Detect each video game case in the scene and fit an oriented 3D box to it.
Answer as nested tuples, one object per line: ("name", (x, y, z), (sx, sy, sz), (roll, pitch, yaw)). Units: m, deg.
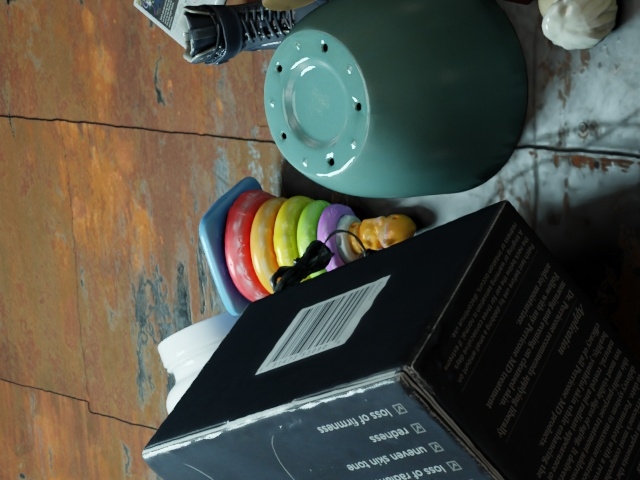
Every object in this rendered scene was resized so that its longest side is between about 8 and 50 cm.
("video game case", (-0.203, -0.396, 2.308), (0.173, 0.022, 0.190), (41, 127, 30))

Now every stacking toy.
("stacking toy", (0.000, 0.000, 2.132), (0.301, 0.175, 0.166), (-6, 116, 30))

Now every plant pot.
("plant pot", (0.072, -0.184, 1.930), (0.293, 0.235, 0.293), (15, 111, 43))

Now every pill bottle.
("pill bottle", (-0.114, 0.282, 2.271), (0.188, 0.188, 0.334), (-34, 76, 45))

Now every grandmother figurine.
("grandmother figurine", (0.219, -0.361, 1.816), (0.342, 0.104, 0.208), (49, 167, 13))

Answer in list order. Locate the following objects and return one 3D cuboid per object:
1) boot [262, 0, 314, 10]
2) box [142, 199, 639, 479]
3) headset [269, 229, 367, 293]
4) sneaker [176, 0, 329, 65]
("boot", (0.026, -0.442, 2.022), (0.283, 0.109, 0.220), (-15, 74, 39))
("box", (0.139, 0.270, 1.802), (0.480, 0.297, 0.472), (-23, 114, 46))
("headset", (0.130, 0.122, 1.975), (0.394, 0.185, 0.243), (35, 130, 19))
("sneaker", (-0.095, -0.295, 2.125), (0.226, 0.163, 0.086), (-5, 95, 44))
